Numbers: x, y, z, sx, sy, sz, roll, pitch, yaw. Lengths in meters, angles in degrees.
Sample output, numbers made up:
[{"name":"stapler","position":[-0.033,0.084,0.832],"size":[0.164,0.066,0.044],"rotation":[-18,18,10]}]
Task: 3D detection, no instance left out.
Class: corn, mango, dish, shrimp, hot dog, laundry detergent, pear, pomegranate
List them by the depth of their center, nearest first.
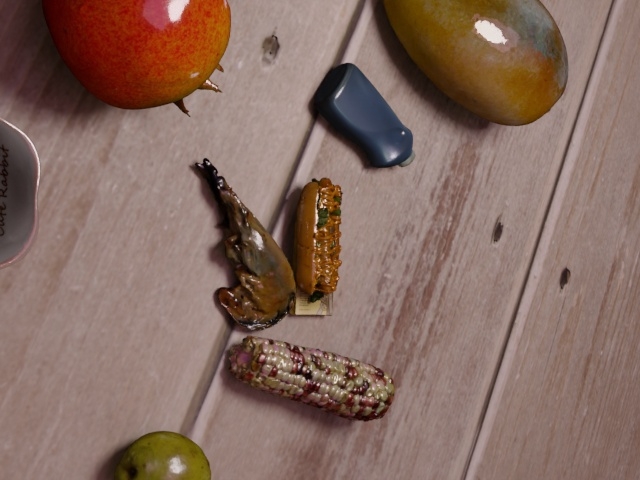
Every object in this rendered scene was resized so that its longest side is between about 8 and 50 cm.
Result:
[{"name":"dish","position":[-0.426,-0.054,0.905],"size":[0.229,0.081,0.229],"rotation":[-2,93,-34]},{"name":"pomegranate","position":[-0.208,-0.260,0.986],"size":[0.221,0.221,0.257],"rotation":[-65,147,-17]},{"name":"pear","position":[-0.203,0.302,1.067],"size":[0.131,0.107,0.107],"rotation":[15,82,-46]},{"name":"shrimp","position":[-0.116,0.014,1.149],"size":[0.117,0.066,0.262],"rotation":[-44,114,-28]},{"name":"hot dog","position":[0.000,0.000,1.216],"size":[0.072,0.055,0.188],"rotation":[1,89,-38]},{"name":"corn","position":[-0.005,0.206,1.219],"size":[0.280,0.092,0.092],"rotation":[23,77,-34]},{"name":"laundry detergent","position":[0.082,-0.183,1.298],"size":[0.206,0.061,0.097],"rotation":[41,59,-31]},{"name":"mango","position":[0.260,-0.338,1.352],"size":[0.384,0.199,0.221],"rotation":[36,76,-19]}]

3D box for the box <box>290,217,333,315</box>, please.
[{"name":"box","position":[-0.010,0.041,1.256],"size":[0.073,0.020,0.149],"rotation":[4,88,-36]}]
